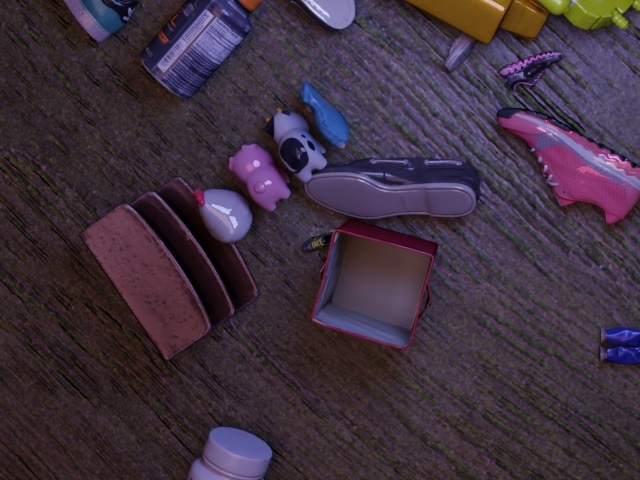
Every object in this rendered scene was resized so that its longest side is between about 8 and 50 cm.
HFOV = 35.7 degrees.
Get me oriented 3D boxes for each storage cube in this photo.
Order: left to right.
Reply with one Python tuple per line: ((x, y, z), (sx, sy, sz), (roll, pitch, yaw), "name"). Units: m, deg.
((0.109, 0.078, 1.879), (0.214, 0.193, 0.184), (15, 99, 7), "storage cube")

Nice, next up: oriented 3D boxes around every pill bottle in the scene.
((-0.222, -0.401, 1.911), (0.130, 0.130, 0.246), (45, 101, 2), "pill bottle")
((-0.205, 0.533, 2.006), (0.160, 0.160, 0.283), (21, 100, 7), "pill bottle")

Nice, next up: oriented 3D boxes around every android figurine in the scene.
((0.456, -0.483, 1.763), (0.273, 0.056, 0.248), (45, 62, 4), "android figurine")

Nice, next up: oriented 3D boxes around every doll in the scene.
((0.625, 0.195, 1.878), (0.188, 0.046, 0.129), (2, 98, 10), "doll")

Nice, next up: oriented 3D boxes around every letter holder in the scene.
((-0.287, 0.046, 1.967), (0.214, 0.152, 0.302), (-34, 90, 10), "letter holder")

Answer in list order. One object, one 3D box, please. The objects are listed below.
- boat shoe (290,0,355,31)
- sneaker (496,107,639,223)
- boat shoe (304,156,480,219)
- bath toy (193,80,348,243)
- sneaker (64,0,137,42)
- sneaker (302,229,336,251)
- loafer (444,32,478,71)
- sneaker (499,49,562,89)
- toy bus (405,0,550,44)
((-0.050, -0.516, 1.887), (0.109, 0.091, 0.305), (-39, 91, -25), "boat shoe")
((0.450, -0.137, 1.833), (0.313, 0.116, 0.136), (30, 102, 5), "sneaker")
((0.140, -0.108, 1.914), (0.335, 0.096, 0.112), (5, 133, 13), "boat shoe")
((-0.110, -0.145, 1.918), (0.348, 0.151, 0.129), (-42, 119, 15), "bath toy")
((-0.477, -0.546, 1.954), (0.121, 0.108, 0.302), (-35, 98, 11), "sneaker")
((0.000, 0.000, 1.968), (0.083, 0.035, 0.031), (-24, 92, 12), "sneaker")
((0.272, -0.377, 1.876), (0.039, 0.045, 0.125), (42, 95, 20), "loafer")
((0.398, -0.316, 1.859), (0.119, 0.047, 0.057), (-19, 100, 19), "sneaker")
((0.255, -0.464, 1.801), (0.332, 0.108, 0.130), (30, 57, 5), "toy bus")
